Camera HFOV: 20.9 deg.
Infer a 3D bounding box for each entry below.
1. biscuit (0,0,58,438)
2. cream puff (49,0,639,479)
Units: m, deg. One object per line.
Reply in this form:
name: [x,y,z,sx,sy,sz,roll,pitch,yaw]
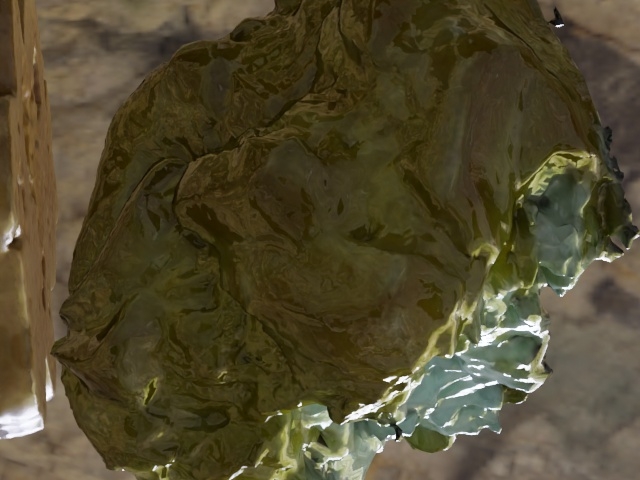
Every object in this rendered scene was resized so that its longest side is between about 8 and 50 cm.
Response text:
biscuit: [-0.133,-0.026,0.718,0.035,0.249,0.184,-4,-63,-5]
cream puff: [-0.001,0.001,0.427,0.156,0.156,0.121,-28,-106,-34]
